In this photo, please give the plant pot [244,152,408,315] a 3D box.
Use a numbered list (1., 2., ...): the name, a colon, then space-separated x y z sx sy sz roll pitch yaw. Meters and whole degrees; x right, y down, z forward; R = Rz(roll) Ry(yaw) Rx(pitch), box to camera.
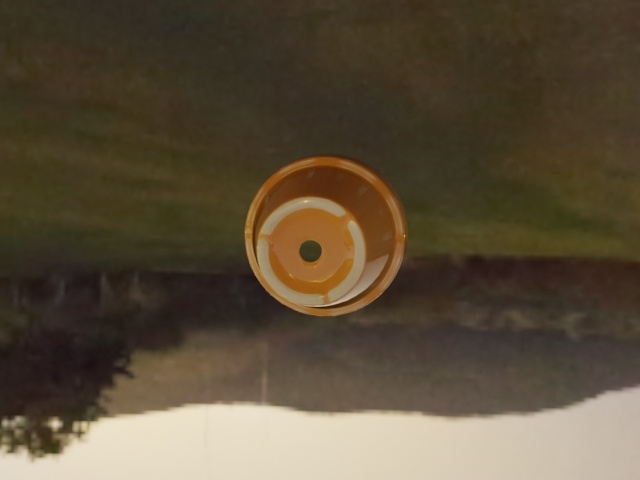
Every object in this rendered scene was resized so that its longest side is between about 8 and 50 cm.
1. plant pot: 0.000 0.000 1.570 0.205 0.205 0.188 1 -173 6
